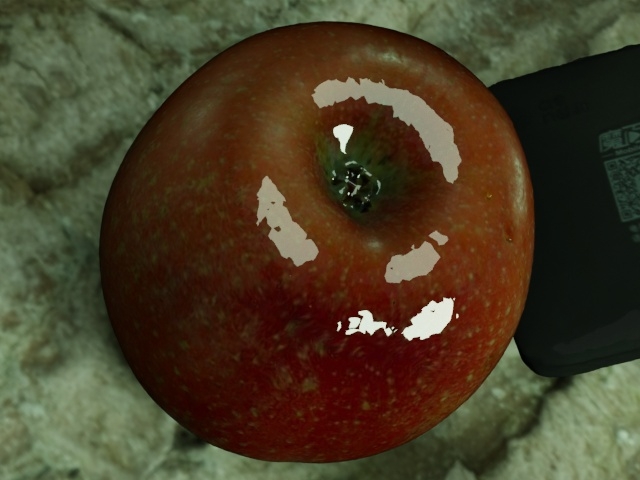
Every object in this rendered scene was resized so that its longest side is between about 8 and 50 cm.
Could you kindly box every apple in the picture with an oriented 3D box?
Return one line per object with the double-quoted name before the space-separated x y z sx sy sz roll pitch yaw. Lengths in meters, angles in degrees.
"apple" 0.000 0.000 1.252 0.348 0.277 0.348 6 69 -16

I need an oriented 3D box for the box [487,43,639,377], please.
"box" 0.288 -0.037 1.399 0.290 0.073 0.289 -15 62 6
